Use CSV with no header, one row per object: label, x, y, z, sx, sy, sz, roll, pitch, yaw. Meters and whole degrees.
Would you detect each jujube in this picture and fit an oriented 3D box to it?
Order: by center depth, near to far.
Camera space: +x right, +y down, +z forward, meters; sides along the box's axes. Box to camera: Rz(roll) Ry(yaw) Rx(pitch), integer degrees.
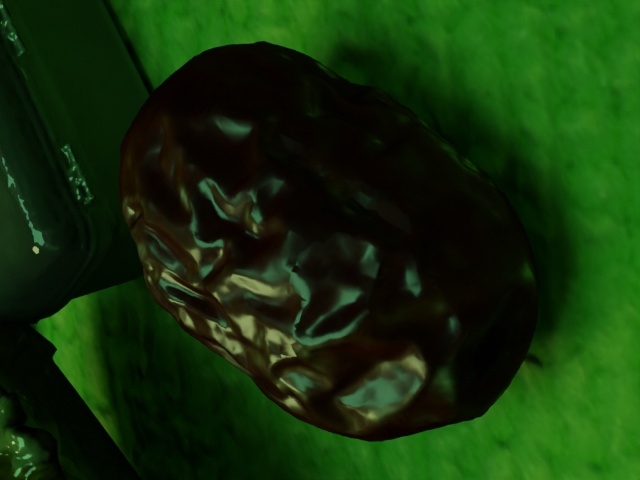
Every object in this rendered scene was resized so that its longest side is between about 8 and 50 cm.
jujube,0.000,0.000,0.991,0.250,0.174,0.174,32,127,28

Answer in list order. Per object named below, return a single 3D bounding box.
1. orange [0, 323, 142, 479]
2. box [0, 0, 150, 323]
orange,-0.180,0.224,1.207,0.210,0.271,0.368,-47,52,0
box,-0.187,-0.063,1.228,0.148,0.129,0.210,-44,67,50
